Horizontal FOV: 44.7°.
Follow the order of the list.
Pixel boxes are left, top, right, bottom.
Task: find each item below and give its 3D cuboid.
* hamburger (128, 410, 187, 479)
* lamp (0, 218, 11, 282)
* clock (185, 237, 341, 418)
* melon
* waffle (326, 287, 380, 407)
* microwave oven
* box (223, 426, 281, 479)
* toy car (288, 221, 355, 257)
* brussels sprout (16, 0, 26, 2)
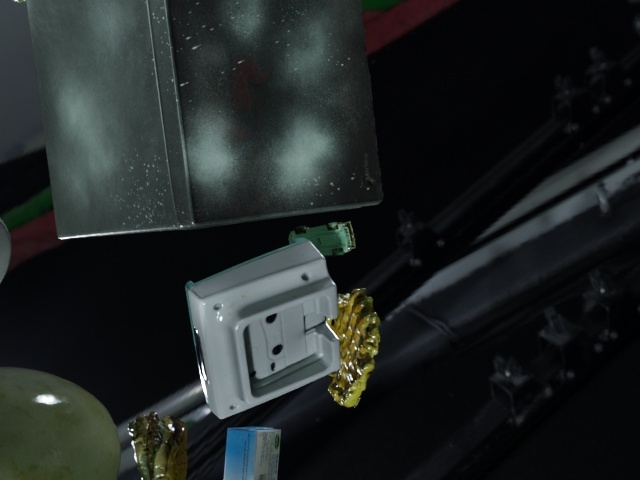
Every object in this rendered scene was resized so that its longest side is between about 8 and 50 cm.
[{"bbox_3d":[-0.351,0.491,1.762,0.130,0.206,0.183,-16,-168,-10],"label":"hamburger"},{"bbox_3d":[-0.576,0.006,1.197,0.108,0.246,0.179,21,-134,16],"label":"lamp"},{"bbox_3d":[-0.085,0.156,1.280,0.231,0.262,0.116,-22,-144,-26],"label":"clock"},{"bbox_3d":[-0.381,0.271,0.893,0.308,0.272,0.272,-15,-156,-29],"label":"melon"},{"bbox_3d":[0.067,0.247,1.792,0.262,0.060,0.280,179,-84,-72],"label":"waffle"},{"bbox_3d":[-0.148,-0.230,0.840,0.236,0.432,0.374,-8,-176,-40],"label":"microwave oven"},{"bbox_3d":[-0.145,0.493,1.636,0.073,0.139,0.194,0,-102,17],"label":"box"},{"bbox_3d":[0.000,0.000,1.343,0.122,0.059,0.035,-7,-169,35],"label":"toy car"},{"bbox_3d":[-0.453,-0.494,1.237,0.259,0.294,0.227,3,-154,-5],"label":"brussels sprout"}]
